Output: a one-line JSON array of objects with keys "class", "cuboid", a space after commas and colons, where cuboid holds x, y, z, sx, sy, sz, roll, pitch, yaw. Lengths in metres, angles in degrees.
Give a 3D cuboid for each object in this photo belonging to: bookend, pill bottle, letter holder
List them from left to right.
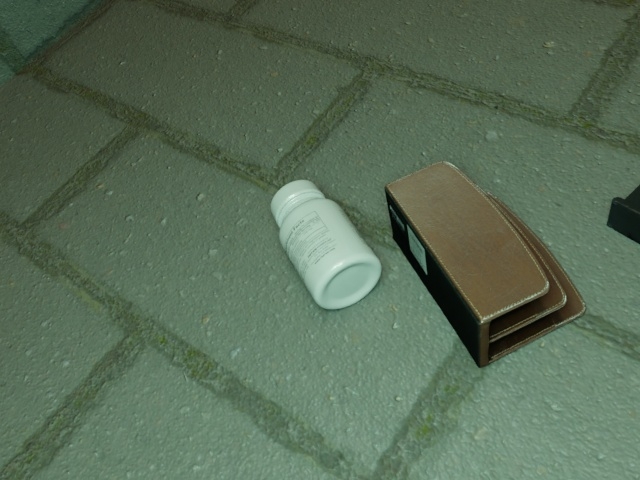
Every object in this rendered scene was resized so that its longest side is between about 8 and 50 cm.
[{"class": "pill bottle", "cuboid": [0.000, 0.000, 1.099, 0.131, 0.131, 0.229, -29, 52, -6]}, {"class": "letter holder", "cuboid": [0.272, 0.010, 1.003, 0.214, 0.152, 0.302, -25, 52, -5]}, {"class": "bookend", "cuboid": [0.588, -0.053, 1.004, 0.156, 0.072, 0.157, -40, 53, -15]}]
